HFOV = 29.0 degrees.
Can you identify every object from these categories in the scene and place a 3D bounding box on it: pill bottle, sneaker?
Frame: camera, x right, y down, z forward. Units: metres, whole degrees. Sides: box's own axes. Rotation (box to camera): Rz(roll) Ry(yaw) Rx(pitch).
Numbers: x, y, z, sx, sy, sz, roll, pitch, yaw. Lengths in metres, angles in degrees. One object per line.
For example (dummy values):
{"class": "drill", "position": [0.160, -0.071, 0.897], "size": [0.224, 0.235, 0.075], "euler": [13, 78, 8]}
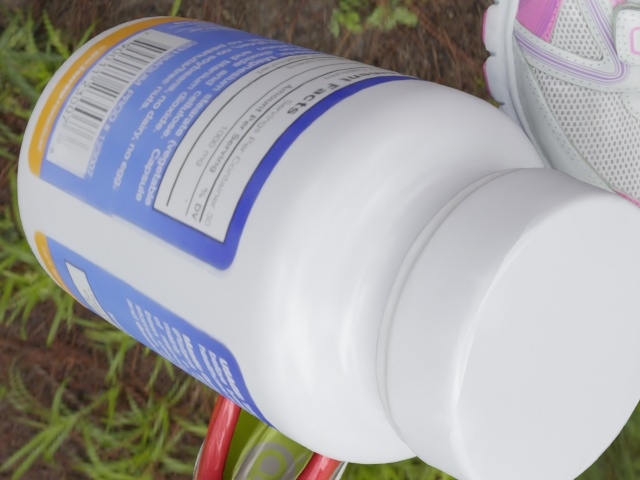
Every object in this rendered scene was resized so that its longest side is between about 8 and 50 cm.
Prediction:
{"class": "pill bottle", "position": [0.000, 0.000, 0.515], "size": [0.152, 0.272, 0.152], "euler": [-17, 118, -36]}
{"class": "sneaker", "position": [0.128, -0.115, 0.468], "size": [0.103, 0.111, 0.252], "euler": [-21, 112, -24]}
{"class": "sneaker", "position": [0.008, 0.057, 0.709], "size": [0.107, 0.118, 0.279], "euler": [22, 81, 6]}
